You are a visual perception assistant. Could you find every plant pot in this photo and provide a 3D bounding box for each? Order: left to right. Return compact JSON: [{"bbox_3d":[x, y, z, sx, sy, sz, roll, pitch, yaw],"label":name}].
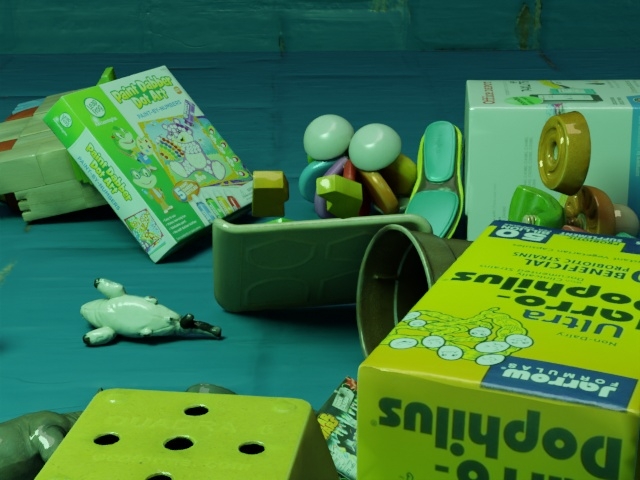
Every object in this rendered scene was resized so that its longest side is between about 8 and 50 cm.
[{"bbox_3d":[-0.084,0.207,0.746,0.212,0.187,0.212,2,19,8],"label":"plant pot"},{"bbox_3d":[0.145,0.069,1.225,0.165,0.167,0.167,1,17,-23],"label":"plant pot"}]

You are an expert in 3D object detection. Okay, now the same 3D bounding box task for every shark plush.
[{"bbox_3d":[-0.190,0.080,1.346,0.161,0.073,0.067,-3,-12,5],"label":"shark plush"}]

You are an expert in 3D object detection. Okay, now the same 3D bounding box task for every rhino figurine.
[{"bbox_3d":[-0.233,0.181,1.010,0.243,0.073,0.106,-15,27,-42],"label":"rhino figurine"}]

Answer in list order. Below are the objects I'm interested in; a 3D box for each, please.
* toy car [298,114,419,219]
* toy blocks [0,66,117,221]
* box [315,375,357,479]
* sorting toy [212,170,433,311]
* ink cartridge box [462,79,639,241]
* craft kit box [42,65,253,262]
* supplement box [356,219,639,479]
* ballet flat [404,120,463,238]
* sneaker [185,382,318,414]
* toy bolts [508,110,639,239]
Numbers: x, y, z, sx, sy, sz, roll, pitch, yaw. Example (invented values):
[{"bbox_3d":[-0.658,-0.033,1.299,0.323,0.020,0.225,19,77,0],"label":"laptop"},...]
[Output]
[{"bbox_3d":[0.046,-0.083,1.728,0.182,0.159,0.136,15,62,34],"label":"toy car"},{"bbox_3d":[-0.417,-0.132,1.833,0.260,0.191,0.381,-11,24,6],"label":"toy blocks"},{"bbox_3d":[0.034,0.175,1.032,0.094,0.027,0.137,31,26,8],"label":"box"},{"bbox_3d":[0.000,0.000,1.290,0.229,0.041,0.307,0,-26,-5],"label":"sorting toy"},{"bbox_3d":[0.333,-0.108,1.666,0.270,0.197,0.198,0,19,5],"label":"ink cartridge box"},{"bbox_3d":[-0.221,-0.113,1.670,0.247,0.061,0.250,49,31,4],"label":"craft kit box"},{"bbox_3d":[0.178,0.131,0.957,0.194,0.195,0.356,7,20,21],"label":"supplement box"},{"bbox_3d":[0.162,-0.057,1.658,0.077,0.077,0.231,1,56,16],"label":"ballet flat"},{"bbox_3d":[-0.069,0.178,1.046,0.170,0.051,0.089,18,43,-11],"label":"sneaker"},{"bbox_3d":[0.349,-0.026,1.453,0.158,0.218,0.228,2,38,-13],"label":"toy bolts"}]
